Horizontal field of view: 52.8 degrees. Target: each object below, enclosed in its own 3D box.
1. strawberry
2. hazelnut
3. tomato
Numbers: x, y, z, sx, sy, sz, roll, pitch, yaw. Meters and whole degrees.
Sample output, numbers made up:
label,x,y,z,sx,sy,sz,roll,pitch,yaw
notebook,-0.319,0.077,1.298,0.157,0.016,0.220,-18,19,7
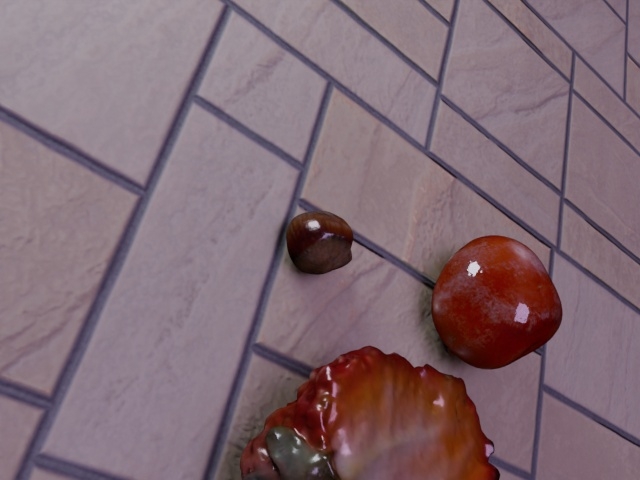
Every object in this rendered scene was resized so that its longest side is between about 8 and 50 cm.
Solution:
label,x,y,z,sx,sy,sz,roll,pitch,yaw
strawberry,0.057,0.253,0.689,0.336,0.149,0.265,-7,74,-50
hazelnut,0.000,0.000,0.761,0.086,0.086,0.086,13,68,-35
tomato,0.234,0.081,0.869,0.187,0.151,0.187,11,69,-30
